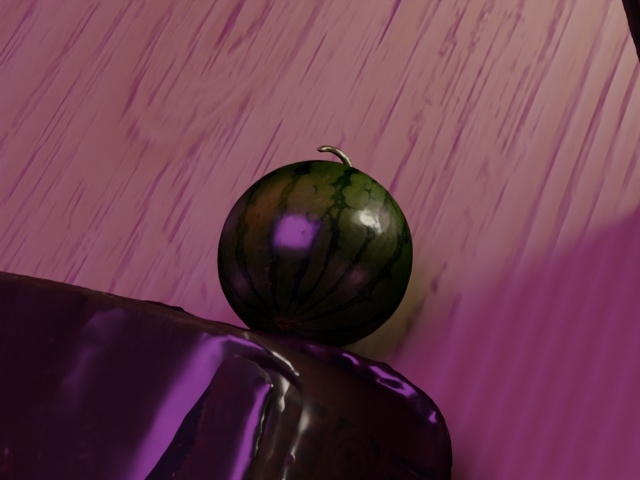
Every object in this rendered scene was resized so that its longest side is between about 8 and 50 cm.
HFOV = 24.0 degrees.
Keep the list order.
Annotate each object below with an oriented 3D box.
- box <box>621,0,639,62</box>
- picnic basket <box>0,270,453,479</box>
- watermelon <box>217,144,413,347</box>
[{"bbox_3d":[0.273,-0.022,0.583,0.225,0.190,0.297,-22,44,8],"label":"box"},{"bbox_3d":[-0.110,0.114,0.675,0.296,0.129,0.223,10,69,34],"label":"picnic basket"},{"bbox_3d":[0.000,0.006,0.760,0.109,0.109,0.109,-14,47,15],"label":"watermelon"}]
